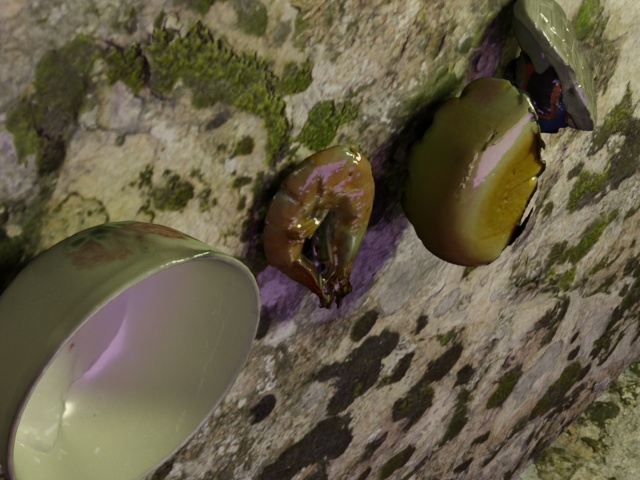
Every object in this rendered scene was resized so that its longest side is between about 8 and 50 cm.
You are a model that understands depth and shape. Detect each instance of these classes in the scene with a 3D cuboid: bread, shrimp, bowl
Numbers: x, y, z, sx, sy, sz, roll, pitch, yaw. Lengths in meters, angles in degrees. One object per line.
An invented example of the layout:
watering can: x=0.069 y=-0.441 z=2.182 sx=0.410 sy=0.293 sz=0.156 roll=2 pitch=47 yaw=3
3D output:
bread: x=0.172 y=-0.088 z=1.339 sx=0.156 sy=0.158 sz=0.261 roll=-4 pitch=126 yaw=-42
shrimp: x=0.000 y=0.000 z=1.262 sx=0.145 sy=0.061 sz=0.267 roll=-30 pitch=148 yaw=-21
bowl: x=-0.199 y=0.092 z=0.981 sx=0.277 sy=0.145 sz=0.277 roll=-35 pitch=145 yaw=-30

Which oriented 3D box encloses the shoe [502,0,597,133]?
shoe: x=0.277 y=-0.220 z=1.413 sx=0.227 sy=0.125 sz=0.099 roll=51 pitch=39 yaw=-37
